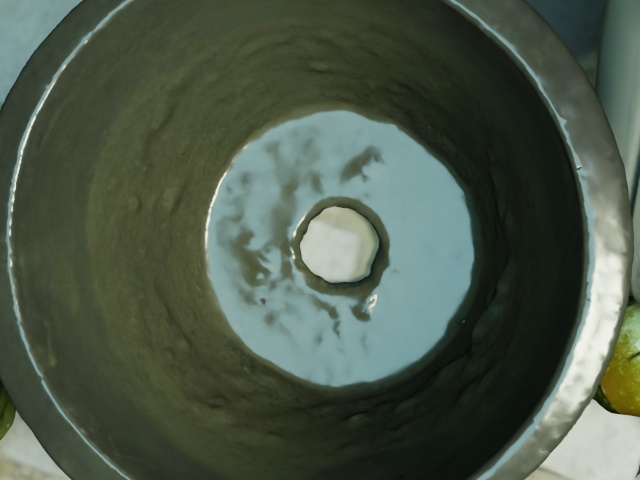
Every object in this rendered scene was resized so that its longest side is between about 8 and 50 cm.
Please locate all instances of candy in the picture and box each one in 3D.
[{"bbox_3d":[0.180,0.120,0.710,0.061,0.061,0.202,-23,94,6],"label":"candy"}]

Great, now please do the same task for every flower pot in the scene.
[{"bbox_3d":[0.000,0.000,0.673,0.269,0.166,0.269,0,90,10],"label":"flower pot"}]

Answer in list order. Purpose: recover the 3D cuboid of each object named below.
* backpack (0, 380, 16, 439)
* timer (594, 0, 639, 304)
[{"bbox_3d":[-0.265,0.085,0.721,0.253,0.140,0.207,-44,84,-2],"label":"backpack"},{"bbox_3d":[0.195,-0.111,0.624,0.290,0.291,0.315,11,110,7],"label":"timer"}]
